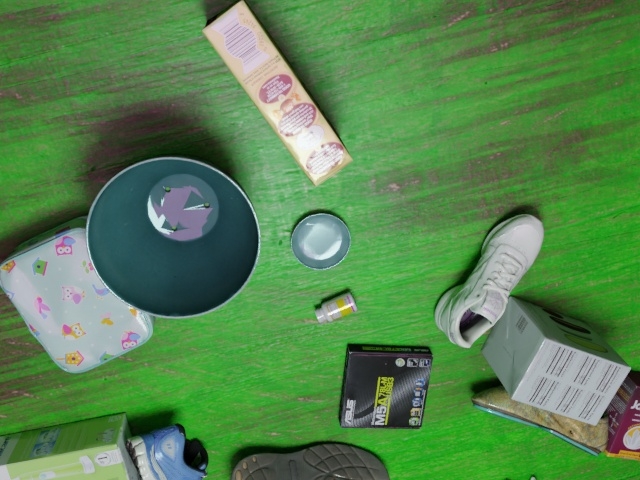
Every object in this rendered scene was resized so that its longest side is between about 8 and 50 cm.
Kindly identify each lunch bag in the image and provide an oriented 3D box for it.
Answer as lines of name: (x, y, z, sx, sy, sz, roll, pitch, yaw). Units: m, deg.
lunch bag: (-0.450, 0.104, 1.358, 0.224, 0.108, 0.279, -27, 112, 1)

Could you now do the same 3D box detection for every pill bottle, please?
pill bottle: (0.031, 0.140, 1.458, 0.083, 0.043, 0.043, -23, 111, 3)

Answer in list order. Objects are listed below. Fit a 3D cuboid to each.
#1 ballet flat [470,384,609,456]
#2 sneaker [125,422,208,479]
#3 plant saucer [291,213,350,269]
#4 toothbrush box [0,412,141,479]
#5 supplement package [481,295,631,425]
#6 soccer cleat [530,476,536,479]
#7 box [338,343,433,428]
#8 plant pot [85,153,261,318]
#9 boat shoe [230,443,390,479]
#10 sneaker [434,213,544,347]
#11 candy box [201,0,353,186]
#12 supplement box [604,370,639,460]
ballet flat: (0.494, 0.371, 1.569, 0.349, 0.123, 0.123, 24, 106, -13)
sneaker: (-0.295, 0.518, 1.510, 0.147, 0.130, 0.329, -24, 130, -20)
plant saucer: (0.000, 0.000, 1.415, 0.119, 0.021, 0.119, -2, 110, -6)
toothbrush box: (-0.531, 0.504, 1.489, 0.283, 0.122, 0.206, -12, 111, -3)
supplement package: (0.480, 0.245, 1.466, 0.203, 0.194, 0.149, 19, 108, -14)
soccer cleat: (0.423, 0.607, 1.668, 0.196, 0.068, 0.076, -11, 106, -10)
box: (0.139, 0.319, 1.537, 0.184, 0.045, 0.190, 3, 109, -10)
plant pot: (-0.257, -0.031, 1.281, 0.290, 0.195, 0.290, -2, 110, -6)
boat shoe: (-0.025, 0.538, 1.573, 0.356, 0.132, 0.130, 4, 135, -11)
sneaker: (0.356, 0.090, 1.419, 0.114, 0.152, 0.305, 30, 103, -14)
candy box: (-0.073, -0.260, 1.224, 0.088, 0.183, 0.316, -34, 110, 7)
supplement box: (0.710, 0.397, 1.609, 0.104, 0.081, 0.188, 10, 109, -10)
